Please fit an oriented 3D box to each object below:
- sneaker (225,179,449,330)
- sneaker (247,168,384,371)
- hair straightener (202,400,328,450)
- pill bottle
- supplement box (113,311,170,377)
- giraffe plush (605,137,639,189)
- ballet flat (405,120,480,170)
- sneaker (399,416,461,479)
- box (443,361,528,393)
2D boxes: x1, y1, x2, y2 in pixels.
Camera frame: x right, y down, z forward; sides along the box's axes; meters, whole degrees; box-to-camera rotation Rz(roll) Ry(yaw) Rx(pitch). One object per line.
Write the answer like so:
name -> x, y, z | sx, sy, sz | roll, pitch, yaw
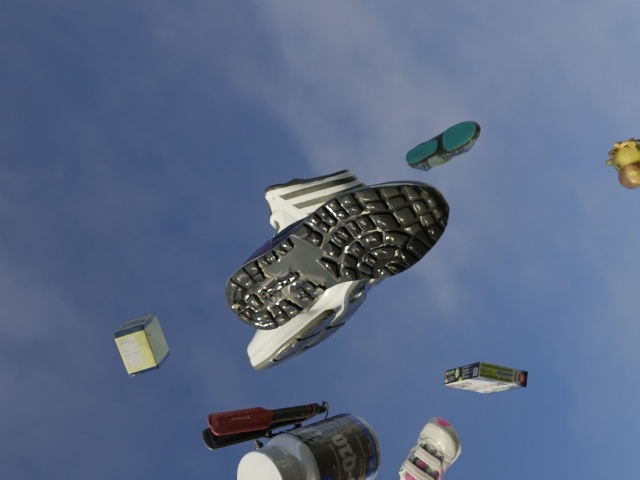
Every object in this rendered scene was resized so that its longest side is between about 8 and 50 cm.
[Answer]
sneaker -> 0.019, -0.009, 0.982 | 0.107, 0.283, 0.124 | 55, -150, -16
sneaker -> -0.037, 0.039, 1.636 | 0.257, 0.447, 0.169 | 53, -147, 16
hair straightener -> -0.084, 0.296, 1.392 | 0.230, 0.047, 0.089 | -7, -43, -35
pill bottle -> -0.010, 0.221, 0.852 | 0.137, 0.078, 0.078 | -7, -81, -48
supplement box -> -0.313, 0.182, 1.529 | 0.083, 0.056, 0.083 | -68, -40, -77
giraffe plush -> 0.734, -0.168, 1.937 | 0.210, 0.170, 0.181 | -82, 0, -46
ballet flat -> 0.261, -0.189, 1.771 | 0.070, 0.188, 0.070 | 17, -114, -41
sneaker -> 0.251, 0.531, 2.053 | 0.111, 0.103, 0.252 | -24, -46, -49
box -> 0.366, 0.309, 1.947 | 0.114, 0.207, 0.036 | 13, -106, -10
